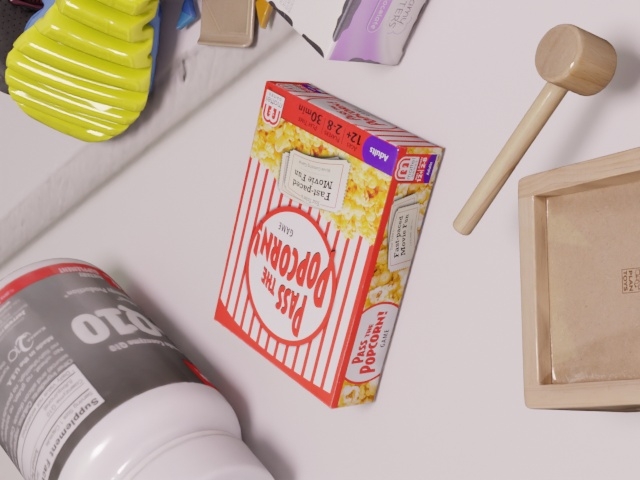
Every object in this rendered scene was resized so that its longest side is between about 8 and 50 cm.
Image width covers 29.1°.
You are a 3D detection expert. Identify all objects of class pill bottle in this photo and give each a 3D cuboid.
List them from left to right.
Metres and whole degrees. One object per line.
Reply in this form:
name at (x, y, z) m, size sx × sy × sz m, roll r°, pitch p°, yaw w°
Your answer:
pill bottle at (-0.165, 0.149, 0.992) m, size 0.283 × 0.161 × 0.161 m, roll 40°, pitch 121°, yaw 39°

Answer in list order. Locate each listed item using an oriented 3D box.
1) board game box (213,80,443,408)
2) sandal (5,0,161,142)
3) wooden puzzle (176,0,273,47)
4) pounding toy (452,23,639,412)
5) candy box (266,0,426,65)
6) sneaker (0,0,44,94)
board game box at (0.000, 0.000, 0.883) m, size 0.147 × 0.045 × 0.193 m, roll 31°, pitch 115°, yaw 43°
sandal at (-0.171, -0.208, 1.028) m, size 0.317 × 0.126 × 0.138 m, roll -54°, pitch 14°, yaw 46°
wooden puzzle at (-0.071, -0.189, 0.976) m, size 0.116 × 0.014 × 0.079 m, roll 23°, pitch 105°, yaw 45°
pounding toy at (0.165, -0.012, 0.670) m, size 0.181 × 0.094 × 0.206 m, roll -14°, pitch 73°, yaw 53°
candy box at (0.008, -0.240, 0.840) m, size 0.196 × 0.070 × 0.165 m, roll 49°, pitch 126°, yaw 35°
sneaker at (-0.247, -0.275, 1.102) m, size 0.162 × 0.106 × 0.281 m, roll -2°, pitch 90°, yaw 45°
